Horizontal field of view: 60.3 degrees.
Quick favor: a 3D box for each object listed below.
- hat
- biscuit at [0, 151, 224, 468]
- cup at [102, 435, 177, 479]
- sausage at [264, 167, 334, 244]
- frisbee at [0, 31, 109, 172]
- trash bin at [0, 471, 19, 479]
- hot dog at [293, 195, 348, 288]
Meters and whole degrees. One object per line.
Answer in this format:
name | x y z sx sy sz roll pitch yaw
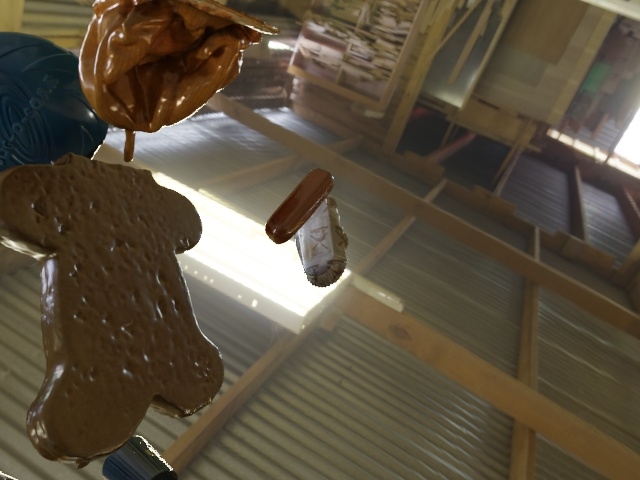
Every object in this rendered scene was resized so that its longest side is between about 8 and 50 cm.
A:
hat | -0.209 -0.204 0.705 0.245 0.233 0.233 10 -155 -33
biscuit | -0.282 0.076 0.788 0.368 0.076 0.393 -3 -105 -65
cup | -0.438 0.596 1.395 0.155 0.131 0.176 19 161 38
sausage | -0.029 -0.046 0.745 0.041 0.039 0.131 30 -121 14
frisbee | -0.428 -0.174 0.789 0.242 0.242 0.045 4 -143 -34
trash bin | -0.657 0.619 1.079 0.210 0.182 0.290 29 -142 -5
hot dog | 0.000 0.000 0.999 0.053 0.099 0.192 39 -148 -50
